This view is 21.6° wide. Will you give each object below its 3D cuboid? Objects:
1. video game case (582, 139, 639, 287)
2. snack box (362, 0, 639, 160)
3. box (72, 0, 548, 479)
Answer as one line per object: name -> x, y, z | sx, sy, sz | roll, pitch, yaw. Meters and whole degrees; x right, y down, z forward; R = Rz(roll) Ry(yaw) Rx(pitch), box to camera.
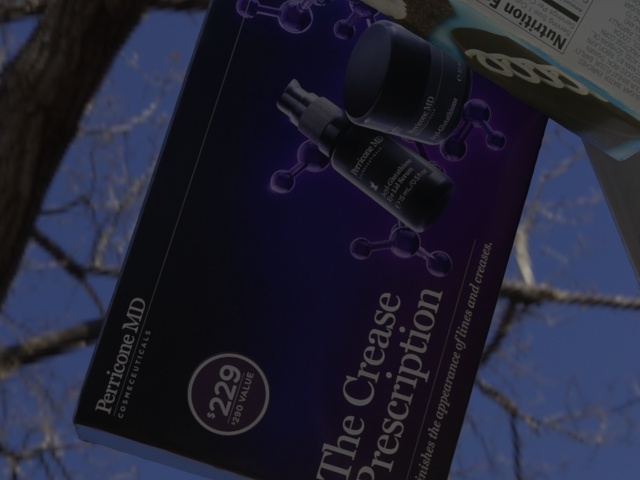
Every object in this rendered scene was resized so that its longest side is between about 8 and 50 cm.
video game case -> 0.252, -0.126, 0.835 | 0.300, 0.329, 0.036 | -27, -12, 34
snack box -> 0.041, -0.197, 0.692 | 0.322, 0.187, 0.060 | 32, -14, -5
box -> 0.000, 0.000, 0.858 | 0.184, 0.261, 0.103 | 17, -12, 0
